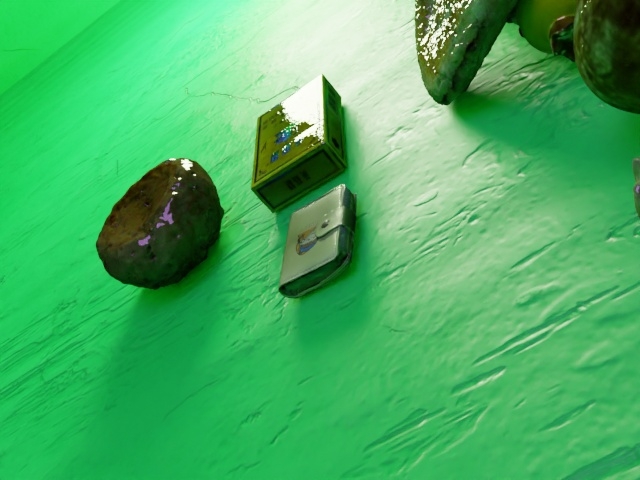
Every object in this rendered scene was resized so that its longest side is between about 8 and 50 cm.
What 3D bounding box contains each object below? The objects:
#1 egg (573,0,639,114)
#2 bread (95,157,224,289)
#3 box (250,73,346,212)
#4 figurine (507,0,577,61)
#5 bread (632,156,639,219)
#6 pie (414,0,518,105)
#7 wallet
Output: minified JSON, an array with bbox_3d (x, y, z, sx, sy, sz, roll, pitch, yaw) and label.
[{"bbox_3d":[0.373,-0.243,0.843,0.289,0.238,0.238,-35,30,29],"label":"egg"},{"bbox_3d":[-0.249,-0.019,1.397,0.230,0.123,0.230,-29,38,25],"label":"bread"},{"bbox_3d":[-0.034,-0.155,1.377,0.141,0.064,0.220,-30,30,19],"label":"box"},{"bbox_3d":[0.293,-0.309,1.157,0.185,0.127,0.234,120,141,-56],"label":"figurine"},{"bbox_3d":[0.385,-0.055,0.537,0.370,0.314,0.191,-17,47,29],"label":"bread"},{"bbox_3d":[0.195,-0.351,1.185,0.323,0.070,0.323,-174,90,-76],"label":"pie"},{"bbox_3d":[0.000,0.000,1.163,0.110,0.039,0.155,-29,32,27],"label":"wallet"}]
